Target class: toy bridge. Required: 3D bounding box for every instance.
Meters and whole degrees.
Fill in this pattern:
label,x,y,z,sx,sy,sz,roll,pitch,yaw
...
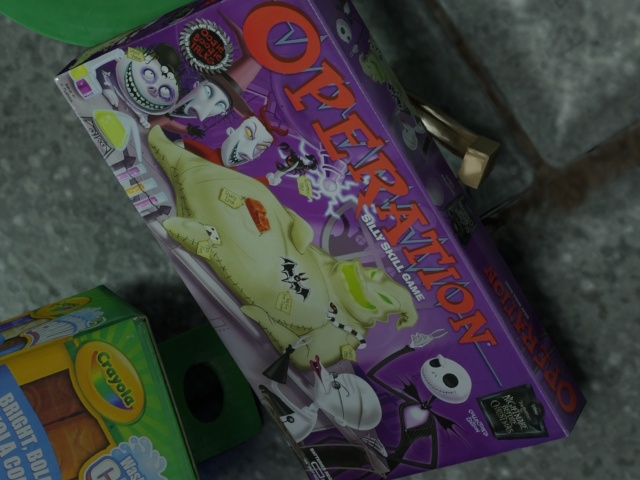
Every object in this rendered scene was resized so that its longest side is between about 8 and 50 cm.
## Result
label,x,y,z,sx,sy,sz,roll,pitch,yaw
toy bridge,0.027,-0.086,1.246,0.188,0.063,0.026,22,116,14

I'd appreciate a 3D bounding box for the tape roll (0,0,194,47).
label,x,y,z,sx,sy,sz,roll,pitch,yaw
tape roll,-0.134,-0.288,1.252,0.321,0.077,0.321,9,111,24

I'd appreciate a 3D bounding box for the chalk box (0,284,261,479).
label,x,y,z,sx,sy,sz,roll,pitch,yaw
chalk box,-0.180,0.145,1.327,0.289,0.179,0.180,-20,100,-12

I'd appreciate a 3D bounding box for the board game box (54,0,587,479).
label,x,y,z,sx,sy,sz,roll,pitch,yaw
board game box,0.000,0.000,1.246,0.208,0.056,0.347,-21,109,32
